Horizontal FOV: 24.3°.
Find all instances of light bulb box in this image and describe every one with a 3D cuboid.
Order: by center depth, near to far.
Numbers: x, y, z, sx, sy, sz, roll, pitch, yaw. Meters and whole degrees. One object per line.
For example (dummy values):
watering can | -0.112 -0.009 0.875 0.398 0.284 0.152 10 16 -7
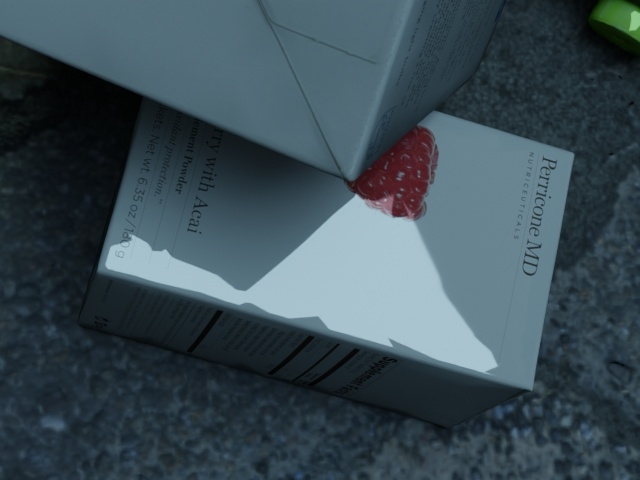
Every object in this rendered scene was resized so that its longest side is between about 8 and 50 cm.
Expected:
light bulb box | -0.058 -0.236 0.920 0.357 0.361 0.225 23 111 9

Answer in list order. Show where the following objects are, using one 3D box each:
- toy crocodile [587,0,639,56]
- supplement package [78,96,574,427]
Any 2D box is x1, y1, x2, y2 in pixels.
toy crocodile | 0.319 -0.172 1.175 0.340 0.105 0.115 36 89 -1
supplement package | 0.000 0.000 1.034 0.292 0.175 0.178 16 72 -9
